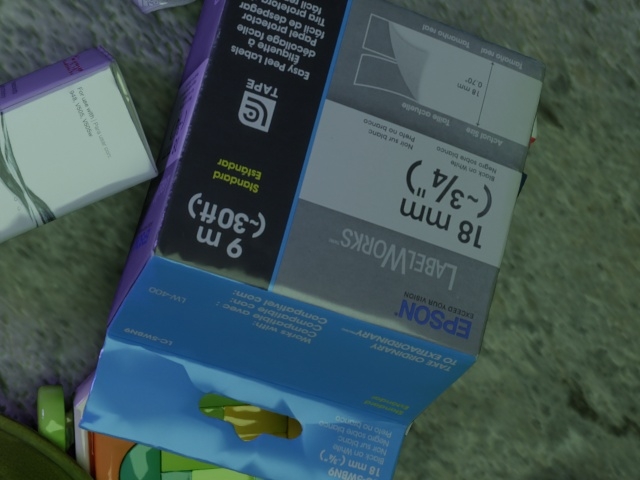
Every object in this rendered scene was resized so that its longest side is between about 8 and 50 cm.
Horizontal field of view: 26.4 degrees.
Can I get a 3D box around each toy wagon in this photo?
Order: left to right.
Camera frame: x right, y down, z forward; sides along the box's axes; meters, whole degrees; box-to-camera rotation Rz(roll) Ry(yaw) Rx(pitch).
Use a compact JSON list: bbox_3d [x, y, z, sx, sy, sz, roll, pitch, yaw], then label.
[{"bbox_3d":[-0.086,0.153,1.067,0.267,0.068,0.344,-2,102,-13],"label":"toy wagon"}]

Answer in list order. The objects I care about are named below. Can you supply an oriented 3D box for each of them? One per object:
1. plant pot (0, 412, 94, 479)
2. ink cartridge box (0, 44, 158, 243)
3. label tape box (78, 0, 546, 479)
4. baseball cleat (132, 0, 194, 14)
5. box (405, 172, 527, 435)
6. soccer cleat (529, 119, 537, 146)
[{"bbox_3d":[-0.311,0.326,0.866,0.367,0.353,0.366,0,102,-1],"label":"plant pot"},{"bbox_3d":[-0.228,-0.054,0.947,0.208,0.153,0.087,-24,106,-7],"label":"ink cartridge box"},{"bbox_3d":[0.000,0.000,0.945,0.241,0.106,0.333,18,77,-16],"label":"label tape box"},{"bbox_3d":[-0.152,-0.219,0.975,0.206,0.072,0.109,3,107,-10],"label":"baseball cleat"},{"bbox_3d":[0.043,0.010,1.044,0.159,0.044,0.233,31,74,-18],"label":"box"},{"bbox_3d":[0.137,-0.096,1.092,0.083,0.029,0.035,9,90,-18],"label":"soccer cleat"}]
